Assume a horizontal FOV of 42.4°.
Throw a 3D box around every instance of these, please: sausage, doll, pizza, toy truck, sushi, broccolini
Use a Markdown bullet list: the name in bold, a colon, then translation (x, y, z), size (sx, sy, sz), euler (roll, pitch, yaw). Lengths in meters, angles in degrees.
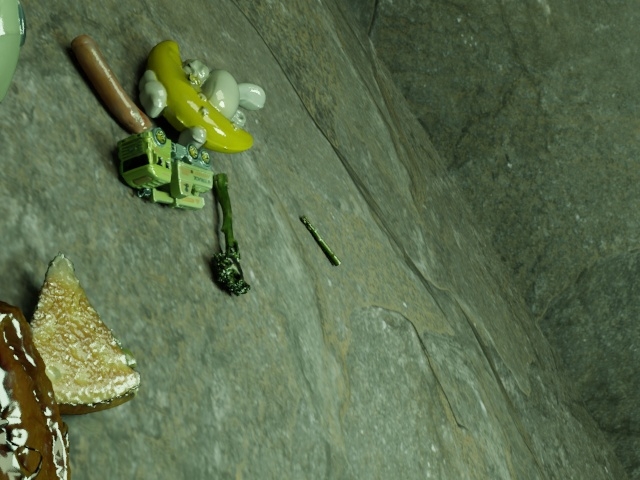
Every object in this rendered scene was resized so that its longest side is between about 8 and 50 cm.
- **sausage**: translation (-0.330, -0.242, 1.293), size (0.176, 0.040, 0.047), euler (56, 18, -9)
- **doll**: translation (-0.209, -0.247, 1.459), size (0.237, 0.111, 0.252), euler (31, 35, -21)
- **pizza**: translation (-0.295, 0.107, 0.948), size (0.185, 0.052, 0.195), euler (13, 55, -49)
- **toy truck**: translation (-0.236, -0.103, 1.282), size (0.169, 0.077, 0.100), euler (21, 58, -59)
- **sushi**: translation (-0.322, 0.175, 0.712), size (0.167, 0.179, 0.296), euler (29, 47, -88)
- **broccolini**: translation (-0.164, -0.013, 1.382), size (0.058, 0.071, 0.254), euler (-3, 48, -17)

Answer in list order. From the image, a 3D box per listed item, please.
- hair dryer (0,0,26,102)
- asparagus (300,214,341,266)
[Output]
- **hair dryer**: translation (-0.405, -0.341, 1.000), size (0.119, 0.295, 0.298), euler (7, 41, -15)
- **asparagus**: translation (0.000, 0.000, 1.689), size (0.015, 0.018, 0.127), euler (-41, 100, -25)
